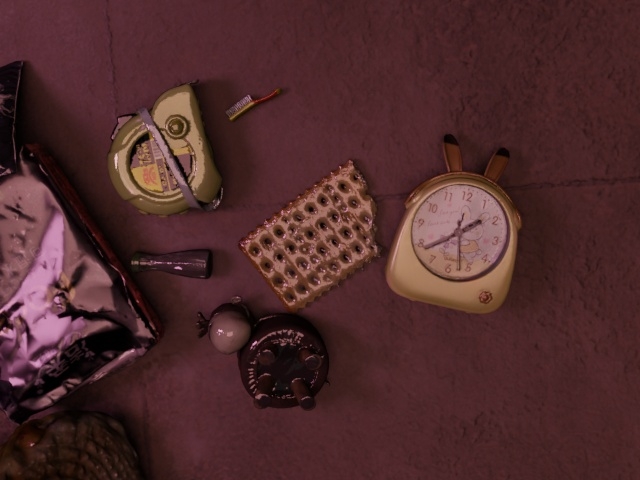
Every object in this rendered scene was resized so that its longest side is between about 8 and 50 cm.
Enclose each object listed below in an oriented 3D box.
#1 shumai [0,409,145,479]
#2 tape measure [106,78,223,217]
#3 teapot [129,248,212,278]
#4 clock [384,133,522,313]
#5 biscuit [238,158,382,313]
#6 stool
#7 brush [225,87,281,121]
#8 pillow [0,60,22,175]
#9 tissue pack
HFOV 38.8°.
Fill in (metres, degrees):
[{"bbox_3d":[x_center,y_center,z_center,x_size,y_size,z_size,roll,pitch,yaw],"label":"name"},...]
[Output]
[{"bbox_3d":[-0.409,0.398,1.236,0.263,0.309,0.304,-15,85,32],"label":"shumai"},{"bbox_3d":[-0.210,-0.110,1.226,0.154,0.087,0.177,-19,100,-8],"label":"tape measure"},{"bbox_3d":[-0.209,0.031,1.274,0.111,0.043,0.042,2,99,3],"label":"teapot"},{"bbox_3d":[0.191,-0.023,1.246,0.170,0.069,0.232,14,98,-1],"label":"clock"},{"bbox_3d":[0.000,0.000,1.278,0.203,0.016,0.144,-34,97,7],"label":"biscuit"},{"bbox_3d":[-0.074,0.156,1.255,0.217,0.121,0.125,35,99,-10],"label":"stool"},{"bbox_3d":[-0.092,-0.192,1.247,0.083,0.019,0.021,-30,88,7],"label":"brush"},{"bbox_3d":[-0.456,-0.149,1.187,0.141,0.208,0.055,-16,141,3],"label":"pillow"},{"bbox_3d":[-0.393,0.060,1.239,0.245,0.123,0.332,-30,98,7],"label":"tissue pack"}]
